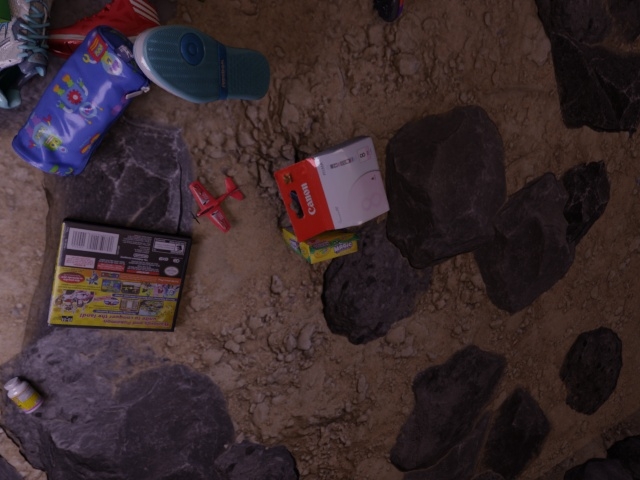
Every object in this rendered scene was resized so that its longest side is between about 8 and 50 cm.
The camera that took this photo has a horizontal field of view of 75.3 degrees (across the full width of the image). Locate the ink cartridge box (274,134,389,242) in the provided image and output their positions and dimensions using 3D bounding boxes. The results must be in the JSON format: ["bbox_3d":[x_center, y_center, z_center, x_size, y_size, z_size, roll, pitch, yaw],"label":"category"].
[{"bbox_3d":[0.034,-0.113,0.957,0.232,0.066,0.189,-28,116,-20],"label":"ink cartridge box"}]

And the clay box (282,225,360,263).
[{"bbox_3d":[0.000,0.000,1.056,0.127,0.222,0.053,-15,111,-20],"label":"clay box"}]

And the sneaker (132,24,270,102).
[{"bbox_3d":[-0.270,-0.339,0.820,0.319,0.208,0.127,-17,118,-59],"label":"sneaker"}]

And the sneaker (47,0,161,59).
[{"bbox_3d":[-0.432,-0.432,0.831,0.221,0.087,0.128,-6,86,-18],"label":"sneaker"}]

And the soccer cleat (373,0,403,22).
[{"bbox_3d":[0.183,-0.707,1.003,0.116,0.109,0.318,-17,109,-24],"label":"soccer cleat"}]

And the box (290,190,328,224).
[{"bbox_3d":[0.019,-0.138,1.062,0.158,0.156,0.093,-45,119,-6],"label":"box"}]

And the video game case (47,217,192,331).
[{"bbox_3d":[-0.466,0.091,0.977,0.275,0.035,0.248,9,101,-27],"label":"video game case"}]

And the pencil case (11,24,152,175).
[{"bbox_3d":[-0.443,-0.254,0.789,0.306,0.119,0.133,-43,97,15],"label":"pencil case"}]

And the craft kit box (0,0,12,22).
[{"bbox_3d":[-0.636,-0.468,0.648,0.247,0.061,0.249,0,104,12],"label":"craft kit box"}]

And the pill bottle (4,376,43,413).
[{"bbox_3d":[-0.680,0.353,0.950,0.043,0.043,0.083,-31,115,-13],"label":"pill bottle"}]

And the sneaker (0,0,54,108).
[{"bbox_3d":[-0.524,-0.362,0.738,0.122,0.110,0.283,42,107,3],"label":"sneaker"}]

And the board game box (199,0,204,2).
[{"bbox_3d":[-0.231,-0.599,0.849,0.043,0.092,0.181,12,100,-28],"label":"board game box"}]

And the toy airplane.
[{"bbox_3d":[-0.253,-0.099,1.021,0.151,0.028,0.151,-8,109,-23],"label":"toy airplane"}]
